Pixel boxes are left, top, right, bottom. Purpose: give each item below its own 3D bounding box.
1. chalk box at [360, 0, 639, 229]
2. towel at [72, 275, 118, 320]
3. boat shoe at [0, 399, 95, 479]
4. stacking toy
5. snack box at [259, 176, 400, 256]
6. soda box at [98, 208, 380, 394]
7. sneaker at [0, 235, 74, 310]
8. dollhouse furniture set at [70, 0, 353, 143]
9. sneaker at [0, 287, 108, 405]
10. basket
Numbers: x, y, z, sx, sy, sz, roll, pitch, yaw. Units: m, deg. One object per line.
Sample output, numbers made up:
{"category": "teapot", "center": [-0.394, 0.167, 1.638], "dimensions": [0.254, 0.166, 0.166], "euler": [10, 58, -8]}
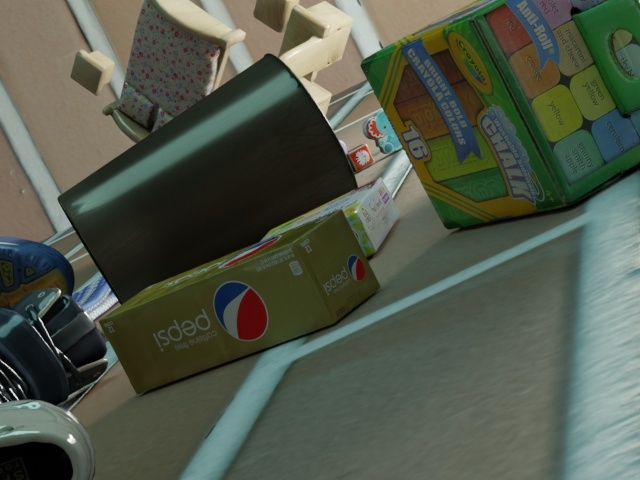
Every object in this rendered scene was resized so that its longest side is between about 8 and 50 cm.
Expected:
{"category": "chalk box", "center": [0.145, -0.099, 1.231], "dimensions": [0.132, 0.132, 0.213], "euler": [-29, 6, -22]}
{"category": "towel", "center": [-0.364, 0.126, 1.919], "dimensions": [0.336, 0.040, 0.243], "euler": [-24, 8, 23]}
{"category": "boat shoe", "center": [-0.235, 0.156, 0.960], "dimensions": [0.267, 0.096, 0.088], "euler": [-20, 1, -8]}
{"category": "stacking toy", "center": [0.039, -0.100, 2.013], "dimensions": [0.221, 0.052, 0.167], "euler": [-28, 7, -13]}
{"category": "snack box", "center": [0.000, 0.000, 1.448], "dimensions": [0.100, 0.037, 0.141], "euler": [-26, 7, 14]}
{"category": "soda box", "center": [-0.055, 0.041, 1.257], "dimensions": [0.181, 0.058, 0.061], "euler": [-22, 8, 38]}
{"category": "sneaker", "center": [-0.322, 0.046, 1.822], "dimensions": [0.296, 0.112, 0.131], "euler": [-18, 13, 39]}
{"category": "dollhouse furniture set", "center": [-0.180, -0.211, 2.378], "dimensions": [0.174, 0.355, 0.303], "euler": [-33, -30, -48]}
{"category": "sneaker", "center": [-0.216, 0.093, 1.368], "dimensions": [0.163, 0.086, 0.226], "euler": [-33, 7, -23]}
{"category": "basket", "center": [-0.103, -0.042, 1.729], "dimensions": [0.227, 0.154, 0.204], "euler": [-31, 6, -6]}
